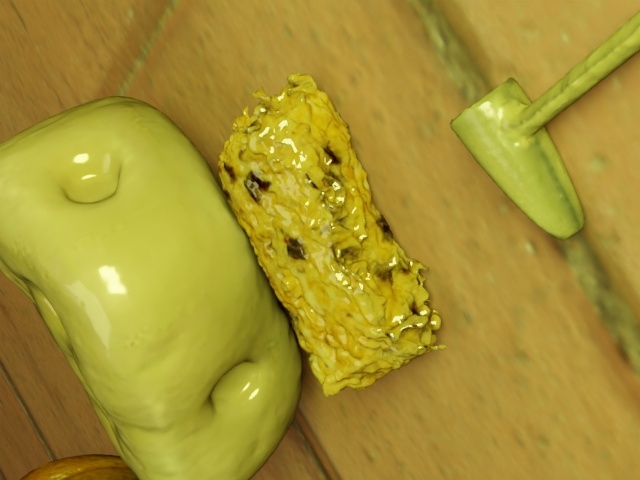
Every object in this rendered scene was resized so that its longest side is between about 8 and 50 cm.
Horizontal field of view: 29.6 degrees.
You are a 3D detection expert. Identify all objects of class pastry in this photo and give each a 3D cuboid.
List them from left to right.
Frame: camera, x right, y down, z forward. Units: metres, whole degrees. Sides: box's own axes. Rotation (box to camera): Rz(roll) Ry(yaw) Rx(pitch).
[{"bbox_3d":[0.000,0.000,0.549,0.080,0.056,0.140,-31,85,51],"label":"pastry"}]

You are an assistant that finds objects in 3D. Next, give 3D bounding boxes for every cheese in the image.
[{"bbox_3d":[-0.093,0.032,0.647,0.218,0.117,0.235,60,168,-9],"label":"cheese"}]

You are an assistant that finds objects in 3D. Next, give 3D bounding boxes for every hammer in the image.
[{"bbox_3d":[0.104,-0.056,0.359,0.060,0.028,0.195,53,150,4],"label":"hammer"}]

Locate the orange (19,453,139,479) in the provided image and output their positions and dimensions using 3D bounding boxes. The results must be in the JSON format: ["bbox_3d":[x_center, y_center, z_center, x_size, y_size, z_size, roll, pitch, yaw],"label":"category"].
[{"bbox_3d":[-0.149,0.269,0.921,0.240,0.171,0.240,46,162,19],"label":"orange"}]
